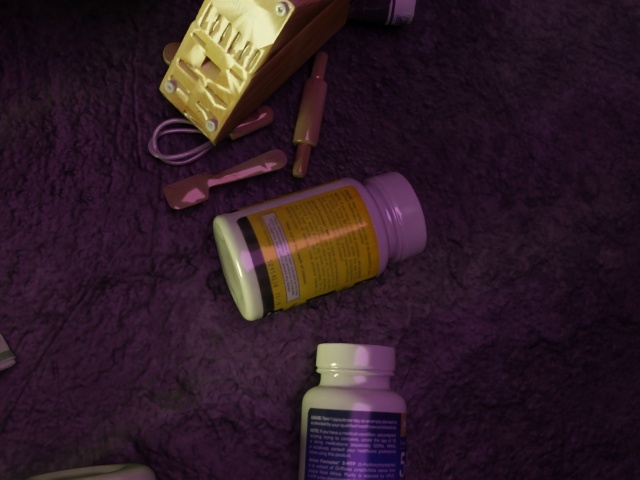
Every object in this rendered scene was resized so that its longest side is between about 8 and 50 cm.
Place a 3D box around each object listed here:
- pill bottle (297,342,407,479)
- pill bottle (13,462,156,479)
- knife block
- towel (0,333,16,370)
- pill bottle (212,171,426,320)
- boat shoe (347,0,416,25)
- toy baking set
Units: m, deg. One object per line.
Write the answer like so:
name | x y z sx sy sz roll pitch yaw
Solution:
pill bottle | 0.034 0.203 0.768 0.112 0.112 0.186 5 78 -11
pill bottle | -0.214 0.345 0.666 0.146 0.146 0.263 -4 79 -13
knife block | -0.028 -0.254 0.817 0.088 0.275 0.242 45 39 6
towel | -0.371 0.073 0.714 0.023 0.113 0.152 -37 87 11
pill bottle | 0.000 0.000 0.798 0.209 0.119 0.119 -18 83 -15
boat shoe | 0.065 -0.418 0.905 0.105 0.113 0.306 2 94 -6
toy baking set | -0.093 -0.146 0.858 0.197 0.030 0.256 7 74 -7
